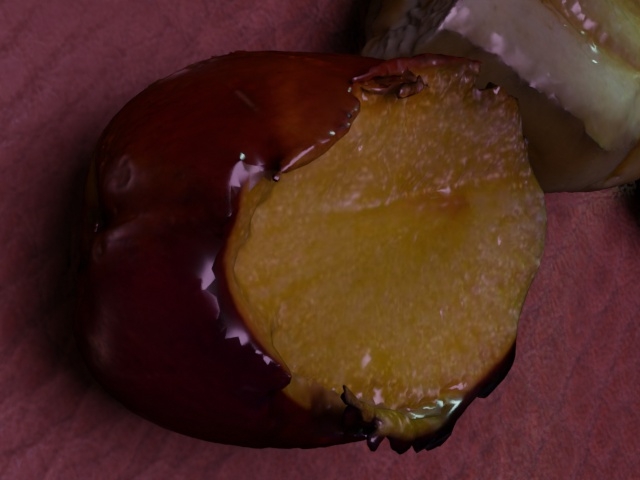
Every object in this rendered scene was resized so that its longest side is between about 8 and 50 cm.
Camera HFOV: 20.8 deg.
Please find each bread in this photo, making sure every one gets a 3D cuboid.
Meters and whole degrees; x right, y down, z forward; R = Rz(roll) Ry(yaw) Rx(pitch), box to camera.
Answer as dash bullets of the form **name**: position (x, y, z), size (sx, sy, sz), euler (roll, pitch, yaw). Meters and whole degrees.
- **bread**: position (0.202, -0.192, 1.707), size (0.341, 0.210, 0.301), euler (31, 57, -26)

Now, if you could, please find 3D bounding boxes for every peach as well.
- **peach**: position (0.000, 0.000, 1.486), size (0.416, 0.353, 0.339), euler (1, 103, -9)

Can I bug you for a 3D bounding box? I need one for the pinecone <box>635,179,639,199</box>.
- **pinecone**: position (0.439, -0.071, 1.851), size (0.184, 0.204, 0.179), euler (23, 79, -46)
